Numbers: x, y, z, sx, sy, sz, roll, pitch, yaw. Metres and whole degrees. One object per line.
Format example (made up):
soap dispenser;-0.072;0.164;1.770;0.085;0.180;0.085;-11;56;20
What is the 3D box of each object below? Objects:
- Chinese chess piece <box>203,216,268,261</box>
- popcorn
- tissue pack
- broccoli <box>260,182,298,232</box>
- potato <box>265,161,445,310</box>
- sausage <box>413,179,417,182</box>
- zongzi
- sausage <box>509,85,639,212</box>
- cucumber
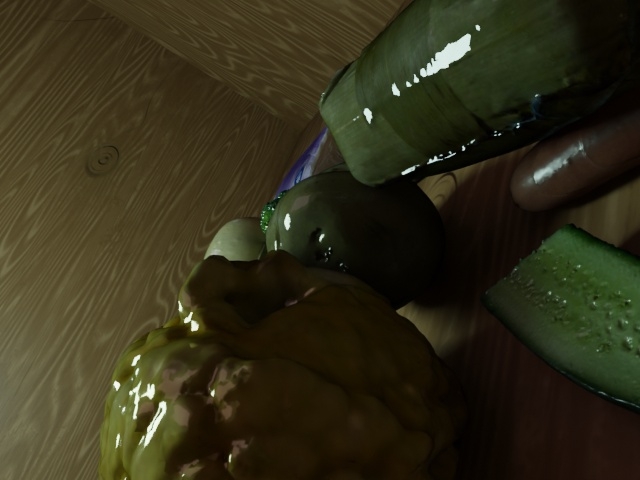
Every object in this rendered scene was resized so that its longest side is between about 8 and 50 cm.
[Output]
Chinese chess piece;-0.173;0.112;1.342;0.338;0.140;0.338;10;-90;-75
popcorn;-0.049;0.200;0.570;0.354;0.344;0.390;-51;23;17
tissue pack;-0.006;-0.175;1.603;0.338;0.160;0.242;-33;29;62
broccoli;0.000;0.000;1.146;0.269;0.253;0.269;-4;-90;-86
potato;0.053;0.003;0.785;0.243;0.221;0.326;-28;-4;8
sausage;0.212;-0.164;0.989;0.301;0.065;0.066;-29;34;63
zongzi;0.238;-0.196;0.555;0.392;0.174;0.356;-20;3;-24
sausage;0.321;-0.139;0.481;0.433;0.087;0.088;-46;19;49
cucumber;0.226;0.071;0.429;0.115;0.063;0.244;-49;15;10
